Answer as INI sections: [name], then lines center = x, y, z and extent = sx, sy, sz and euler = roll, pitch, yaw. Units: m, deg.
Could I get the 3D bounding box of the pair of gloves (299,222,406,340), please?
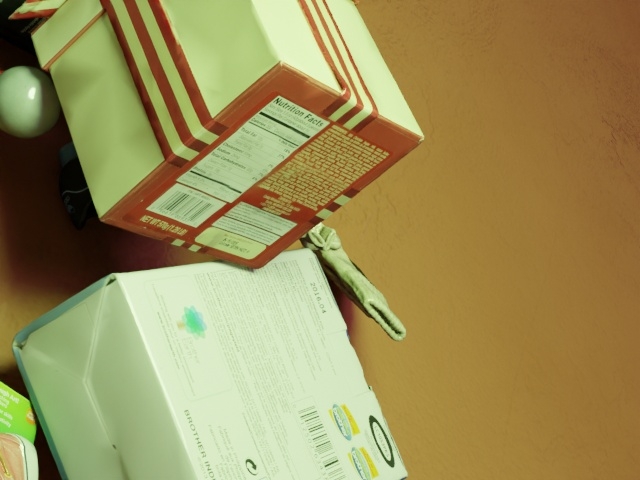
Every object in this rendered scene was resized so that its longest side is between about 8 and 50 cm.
[pair of gloves]
center = 0.000, 0.000, 1.386
extent = 0.240, 0.042, 0.204
euler = 47, -2, -22

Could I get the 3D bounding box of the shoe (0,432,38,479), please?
[shoe]
center = -0.258, 0.231, 0.929
extent = 0.081, 0.063, 0.178
euler = 29, 46, -56

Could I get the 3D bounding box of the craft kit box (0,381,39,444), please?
[craft kit box]
center = -0.333, 0.190, 0.926
extent = 0.250, 0.061, 0.246
euler = 48, 38, -45

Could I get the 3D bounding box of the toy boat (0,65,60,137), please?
[toy boat]
center = -0.376, -0.189, 1.059
extent = 0.318, 0.148, 0.267
euler = 35, 74, -44

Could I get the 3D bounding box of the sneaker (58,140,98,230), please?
[sneaker]
center = -0.156, -0.061, 1.265
extent = 0.232, 0.081, 0.090
euler = -6, 68, -14

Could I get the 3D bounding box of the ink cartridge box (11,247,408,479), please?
[ink cartridge box]
center = -0.075, 0.163, 1.180
extent = 0.395, 0.151, 0.270
euler = -8, 73, -58

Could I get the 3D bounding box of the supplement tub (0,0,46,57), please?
[supplement tub]
center = -0.219, -0.258, 1.279
extent = 0.316, 0.194, 0.193
euler = 28, 48, -35

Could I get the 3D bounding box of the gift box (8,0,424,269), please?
[gift box]
center = -0.109, -0.145, 1.096
extent = 0.255, 0.276, 0.258
euler = 27, 35, -54
